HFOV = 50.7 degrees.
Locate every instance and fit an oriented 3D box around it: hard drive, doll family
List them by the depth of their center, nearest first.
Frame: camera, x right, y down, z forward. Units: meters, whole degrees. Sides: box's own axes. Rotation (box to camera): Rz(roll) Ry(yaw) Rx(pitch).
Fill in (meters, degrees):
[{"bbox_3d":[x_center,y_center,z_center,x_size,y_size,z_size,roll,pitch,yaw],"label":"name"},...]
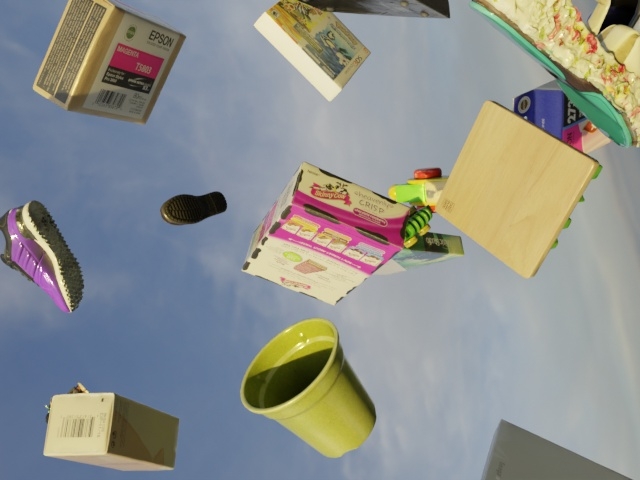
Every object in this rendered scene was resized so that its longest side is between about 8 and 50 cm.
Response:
[{"bbox_3d":[0.380,0.382,0.949,0.203,0.307,0.040,-38,-32,-61],"label":"hard drive"},{"bbox_3d":[0.078,-0.418,1.144,0.172,0.254,0.054,-8,-70,-58],"label":"hard drive"},{"bbox_3d":[-0.552,0.386,1.503,0.111,0.076,0.193,-46,-36,-23],"label":"doll family"}]

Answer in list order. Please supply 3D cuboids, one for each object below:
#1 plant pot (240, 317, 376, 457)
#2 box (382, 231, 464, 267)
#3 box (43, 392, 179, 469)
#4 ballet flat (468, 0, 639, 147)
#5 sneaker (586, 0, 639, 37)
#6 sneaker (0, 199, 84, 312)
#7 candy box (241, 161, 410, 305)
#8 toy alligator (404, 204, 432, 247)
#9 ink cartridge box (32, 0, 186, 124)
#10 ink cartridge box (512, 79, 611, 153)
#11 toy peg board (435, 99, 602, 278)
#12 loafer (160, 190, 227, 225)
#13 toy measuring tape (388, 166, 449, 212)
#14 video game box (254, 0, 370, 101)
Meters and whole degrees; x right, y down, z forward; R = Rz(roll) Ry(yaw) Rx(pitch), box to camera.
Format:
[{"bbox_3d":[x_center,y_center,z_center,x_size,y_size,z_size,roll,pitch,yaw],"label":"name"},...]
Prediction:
[{"bbox_3d":[-0.005,0.370,1.610,0.254,0.276,0.276,52,-148,-25],"label":"plant pot"},{"bbox_3d":[0.165,0.032,1.610,0.322,0.232,0.059,3,-106,-50],"label":"box"},{"bbox_3d":[-0.435,0.418,1.456,0.311,0.148,0.121,57,-150,-62],"label":"box"},{"bbox_3d":[0.223,-0.162,0.566,0.241,0.077,0.091,29,-163,-34],"label":"ballet flat"},{"bbox_3d":[0.460,-0.269,0.907,0.315,0.182,0.127,53,-146,-46],"label":"sneaker"},{"bbox_3d":[-0.700,0.052,1.670,0.102,0.146,0.293,-76,-31,-69],"label":"sneaker"},{"bbox_3d":[0.000,0.000,0.945,0.159,0.233,0.071,22,-121,-13],"label":"candy box"},{"bbox_3d":[0.157,-0.015,1.265,0.189,0.051,0.056,-39,-86,-28],"label":"toy alligator"},{"bbox_3d":[-0.363,-0.316,1.191,0.088,0.193,0.234,33,-166,14],"label":"ink cartridge box"},{"bbox_3d":[0.567,-0.279,1.463,0.069,0.371,0.176,36,144,51],"label":"ink cartridge box"},{"bbox_3d":[0.252,-0.066,0.845,0.079,0.161,0.160,-7,-142,-44],"label":"toy peg board"},{"bbox_3d":[-0.337,-0.075,1.758,0.220,0.078,0.080,-13,-97,-55],"label":"loafer"},{"bbox_3d":[0.323,-0.124,1.631,0.121,0.330,0.121,4,-94,-61],"label":"toy measuring tape"},{"bbox_3d":[-0.009,-0.397,1.339,0.205,0.048,0.187,43,-140,-11],"label":"video game box"}]
